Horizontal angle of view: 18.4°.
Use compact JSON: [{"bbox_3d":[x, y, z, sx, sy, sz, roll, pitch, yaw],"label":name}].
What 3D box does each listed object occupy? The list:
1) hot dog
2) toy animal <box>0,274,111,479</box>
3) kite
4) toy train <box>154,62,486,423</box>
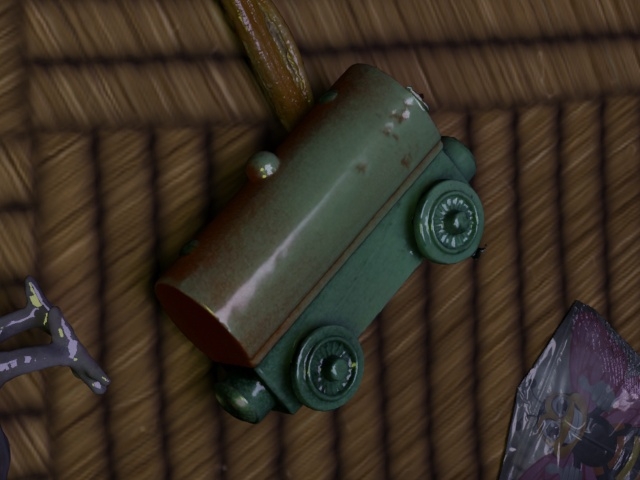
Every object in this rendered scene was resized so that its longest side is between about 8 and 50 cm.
[{"bbox_3d":[-0.037,-0.143,1.496,0.044,0.028,0.137,-41,116,-25],"label":"hot dog"},{"bbox_3d":[-0.252,0.095,1.326,0.206,0.081,0.367,-18,106,-16],"label":"toy animal"},{"bbox_3d":[0.301,0.207,1.764,0.360,0.022,0.204,29,77,-32],"label":"kite"},{"bbox_3d":[0.000,0.000,1.481,0.285,0.116,0.177,-49,118,-21],"label":"toy train"}]
